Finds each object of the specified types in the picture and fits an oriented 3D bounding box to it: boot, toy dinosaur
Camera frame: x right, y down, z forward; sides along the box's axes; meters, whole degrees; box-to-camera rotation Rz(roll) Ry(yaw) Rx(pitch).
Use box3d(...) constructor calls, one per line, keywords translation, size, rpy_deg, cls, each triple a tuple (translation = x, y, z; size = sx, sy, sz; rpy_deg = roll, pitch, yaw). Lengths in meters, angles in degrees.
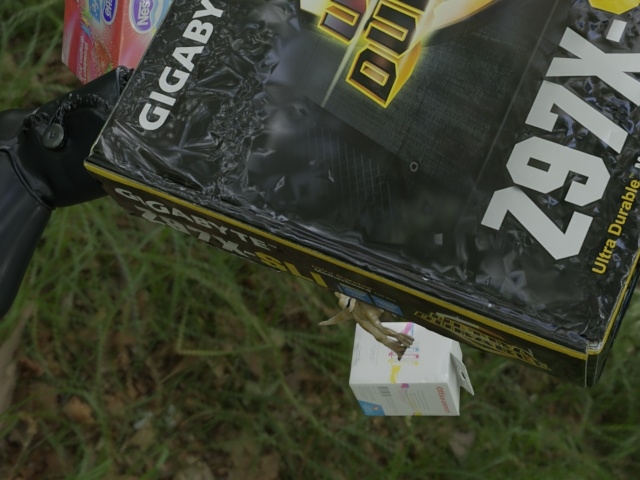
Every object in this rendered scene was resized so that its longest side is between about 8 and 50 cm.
box3d(translation=(-0.262, -0.044, 1.098), size=(0.094, 0.207, 0.246), rpy_deg=(42, 42, -54), cls="boot")
box3d(translation=(0.045, 0.062, 1.014), size=(0.093, 0.183, 0.053), rpy_deg=(30, 79, 4), cls="toy dinosaur")

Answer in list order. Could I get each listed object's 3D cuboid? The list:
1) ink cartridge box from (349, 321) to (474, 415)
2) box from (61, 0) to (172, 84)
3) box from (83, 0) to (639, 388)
box3d(translation=(0.119, 0.163, 1.420), size=(0.092, 0.143, 0.090), rpy_deg=(67, 26, -53), cls="ink cartridge box")
box3d(translation=(-0.212, -0.321, 1.368), size=(0.142, 0.300, 0.154), rpy_deg=(-16, 45, -35), cls="box")
box3d(translation=(0.071, -0.121, 0.560), size=(0.257, 0.079, 0.322), rpy_deg=(22, 75, 17), cls="box")
